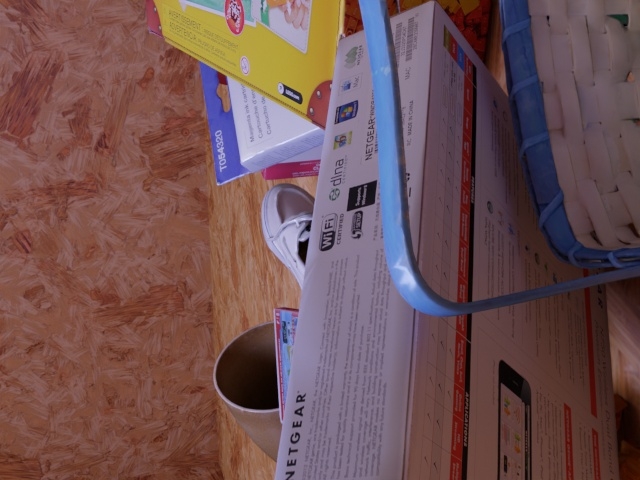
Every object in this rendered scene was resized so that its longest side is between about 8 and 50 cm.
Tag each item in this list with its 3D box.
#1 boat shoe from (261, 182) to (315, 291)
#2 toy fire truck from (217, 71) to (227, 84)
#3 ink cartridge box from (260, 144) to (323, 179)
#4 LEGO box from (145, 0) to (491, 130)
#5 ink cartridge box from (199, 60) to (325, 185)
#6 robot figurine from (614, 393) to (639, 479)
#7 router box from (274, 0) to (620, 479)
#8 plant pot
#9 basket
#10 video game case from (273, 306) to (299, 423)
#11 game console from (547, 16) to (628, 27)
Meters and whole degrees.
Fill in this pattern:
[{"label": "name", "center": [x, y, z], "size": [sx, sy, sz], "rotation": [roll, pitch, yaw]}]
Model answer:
[{"label": "boat shoe", "center": [-0.008, 0.003, 1.452], "size": [0.156, 0.135, 0.367], "rotation": [100, 155, -47]}, {"label": "toy fire truck", "center": [-0.115, -0.352, 1.601], "size": [0.246, 0.217, 0.158], "rotation": [78, 175, -45]}, {"label": "ink cartridge box", "center": [-0.050, -0.219, 1.530], "size": [0.128, 0.127, 0.176], "rotation": [-110, 20, -44]}, {"label": "LEGO box", "center": [-0.030, -0.382, 1.003], "size": [0.500, 0.193, 0.372], "rotation": [37, 133, 47]}, {"label": "ink cartridge box", "center": [-0.075, -0.288, 1.330], "size": [0.071, 0.330, 0.324], "rotation": [14, -119, -57]}, {"label": "robot figurine", "center": [0.245, 0.288, 0.716], "size": [0.211, 0.085, 0.291], "rotation": [-146, 52, -71]}, {"label": "router box", "center": [0.111, 0.061, 0.590], "size": [0.082, 0.301, 0.335], "rotation": [-16, 51, 33]}, {"label": "plant pot", "center": [-0.064, 0.325, 1.682], "size": [0.237, 0.237, 0.254], "rotation": [-116, 10, -51]}, {"label": "basket", "center": [0.159, -0.093, 0.479], "size": [0.201, 0.289, 0.255], "rotation": [158, 108, -65]}, {"label": "video game case", "center": [-0.008, 0.215, 1.365], "size": [0.285, 0.025, 0.204], "rotation": [178, 88, -65]}, {"label": "game console", "center": [0.221, -0.208, 0.641], "size": [0.071, 0.107, 0.122], "rotation": [59, 179, -31]}]
